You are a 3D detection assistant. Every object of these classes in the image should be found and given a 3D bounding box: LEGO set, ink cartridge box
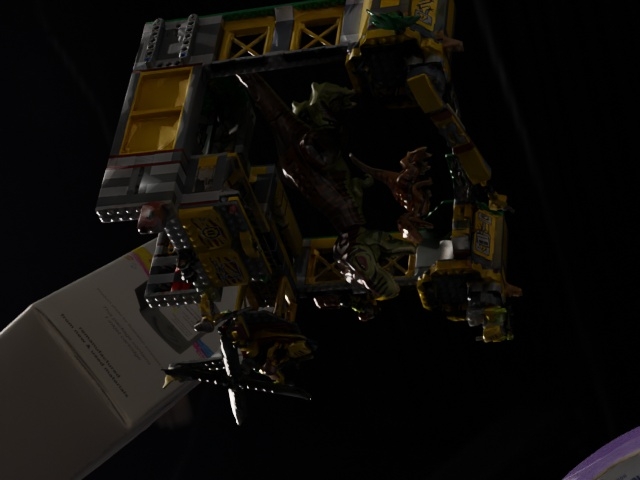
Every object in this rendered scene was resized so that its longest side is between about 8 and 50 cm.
[{"bbox_3d":[0.000,0.000,0.955,0.254,0.331,0.192,1,-130,9],"label":"LEGO set"},{"bbox_3d":[-0.203,0.122,1.284,0.226,0.131,0.306,-41,179,23],"label":"ink cartridge box"}]

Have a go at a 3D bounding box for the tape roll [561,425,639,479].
[{"bbox_3d":[0.307,0.280,1.361,0.274,0.090,0.275,-37,-167,10],"label":"tape roll"}]
